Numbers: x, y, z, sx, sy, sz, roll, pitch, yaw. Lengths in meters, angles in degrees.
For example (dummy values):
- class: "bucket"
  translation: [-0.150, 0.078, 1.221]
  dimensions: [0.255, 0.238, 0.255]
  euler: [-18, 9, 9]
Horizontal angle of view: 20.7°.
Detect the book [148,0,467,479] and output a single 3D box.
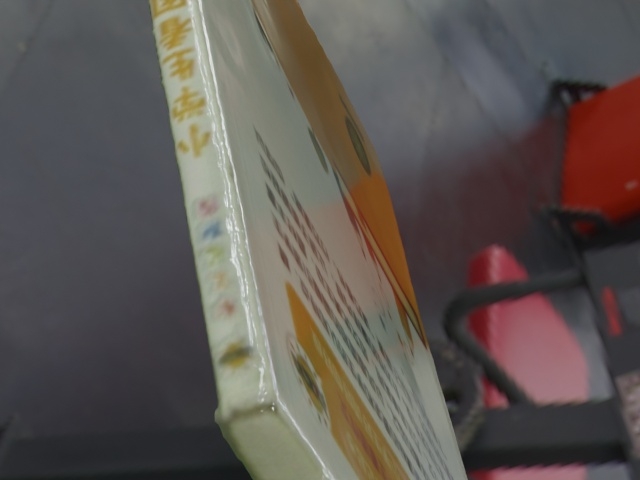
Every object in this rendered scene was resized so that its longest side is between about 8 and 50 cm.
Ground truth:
- class: "book"
  translation: [0.000, 0.000, 0.500]
  dimensions: [0.295, 0.020, 0.208]
  euler: [-104, 169, -47]
